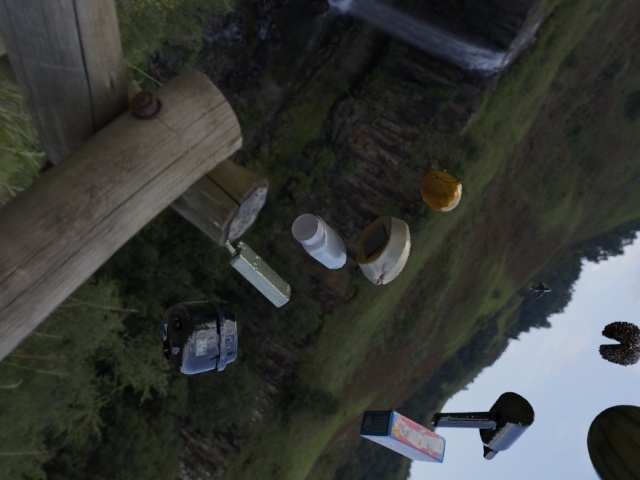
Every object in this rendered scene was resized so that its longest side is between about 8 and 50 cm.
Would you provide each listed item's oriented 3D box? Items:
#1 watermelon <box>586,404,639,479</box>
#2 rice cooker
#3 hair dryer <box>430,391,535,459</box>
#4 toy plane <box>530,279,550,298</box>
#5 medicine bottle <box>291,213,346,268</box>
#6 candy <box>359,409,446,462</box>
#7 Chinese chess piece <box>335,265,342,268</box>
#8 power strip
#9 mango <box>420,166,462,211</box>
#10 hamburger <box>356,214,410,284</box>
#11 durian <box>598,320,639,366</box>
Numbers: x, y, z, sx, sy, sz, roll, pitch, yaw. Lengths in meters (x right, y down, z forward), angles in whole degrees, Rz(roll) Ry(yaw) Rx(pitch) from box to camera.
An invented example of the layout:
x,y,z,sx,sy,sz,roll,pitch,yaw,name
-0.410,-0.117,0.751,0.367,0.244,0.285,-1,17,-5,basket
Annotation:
x,y,z,sx,sy,sz,roll,pitch,yaw,name
0.932,0.641,1.279,0.278,0.279,0.359,-60,-156,25,watermelon
-0.419,0.329,1.570,0.225,0.267,0.267,-2,137,-31,rice cooker
0.475,0.583,1.425,0.116,0.303,0.244,-94,-168,-50,hair dryer
0.878,0.196,1.817,0.083,0.031,0.078,-5,-111,54,toy plane
0.000,0.000,1.725,0.111,0.161,0.296,-21,156,14,medicine bottle
0.314,0.743,1.725,0.157,0.306,0.100,-26,-141,47,candy
0.070,0.068,2.243,0.144,0.059,0.143,27,59,-58,Chinese chess piece
-0.212,0.097,1.500,0.053,0.288,0.093,-37,-160,21,power strip
0.488,-0.198,1.847,0.252,0.154,0.126,-96,174,-54,mango
0.254,0.032,1.778,0.227,0.151,0.295,-39,-160,35,hamburger
1.244,0.426,1.883,0.196,0.167,0.195,-7,90,-75,durian
